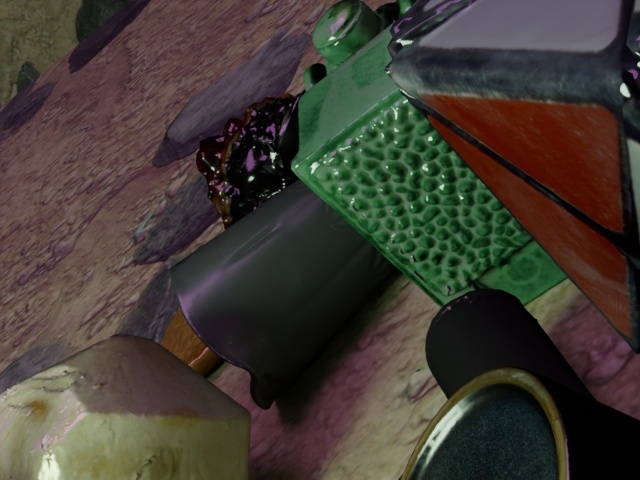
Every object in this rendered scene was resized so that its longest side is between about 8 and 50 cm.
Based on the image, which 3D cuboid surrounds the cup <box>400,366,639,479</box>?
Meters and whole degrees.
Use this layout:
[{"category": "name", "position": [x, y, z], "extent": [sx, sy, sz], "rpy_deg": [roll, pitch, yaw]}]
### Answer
[{"category": "cup", "position": [0.130, 0.170, 0.794], "extent": [0.239, 0.177, 0.166], "rpy_deg": [-13, 60, 65]}]

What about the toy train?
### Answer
[{"category": "toy train", "position": [0.094, -0.076, 1.237], "extent": [0.145, 0.266, 0.202], "rpy_deg": [-36, 31, 22]}]

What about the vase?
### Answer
[{"category": "vase", "position": [0.000, 0.000, 1.437], "extent": [0.301, 0.156, 0.251], "rpy_deg": [-42, 22, -8]}]

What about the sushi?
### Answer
[{"category": "sushi", "position": [-0.050, -0.079, 1.647], "extent": [0.150, 0.153, 0.172], "rpy_deg": [16, 82, 44]}]

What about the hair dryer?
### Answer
[{"category": "hair dryer", "position": [0.089, 0.172, 1.068], "extent": [0.251, 0.089, 0.197], "rpy_deg": [-52, 23, 9]}]

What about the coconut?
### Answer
[{"category": "coconut", "position": [-0.170, 0.188, 1.253], "extent": [0.241, 0.241, 0.241], "rpy_deg": [-37, 23, 19]}]

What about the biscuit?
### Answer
[{"category": "biscuit", "position": [-0.118, 0.086, 1.633], "extent": [0.144, 0.033, 0.224], "rpy_deg": [-27, 28, 35]}]

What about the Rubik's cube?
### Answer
[{"category": "Rubik's cube", "position": [0.274, -0.106, 0.892], "extent": [0.310, 0.307, 0.305], "rpy_deg": [-47, 19, -9]}]
